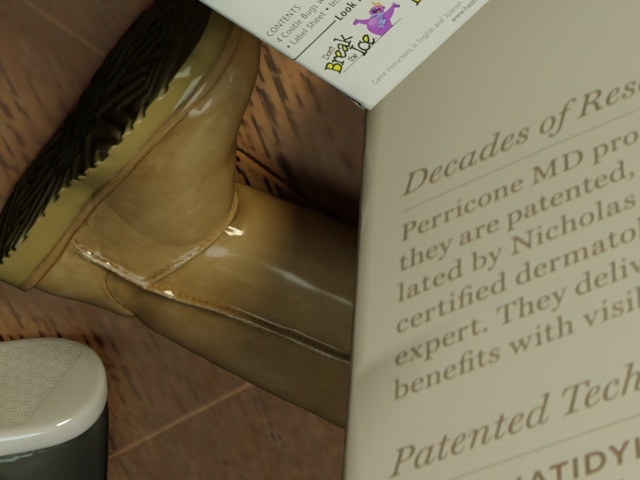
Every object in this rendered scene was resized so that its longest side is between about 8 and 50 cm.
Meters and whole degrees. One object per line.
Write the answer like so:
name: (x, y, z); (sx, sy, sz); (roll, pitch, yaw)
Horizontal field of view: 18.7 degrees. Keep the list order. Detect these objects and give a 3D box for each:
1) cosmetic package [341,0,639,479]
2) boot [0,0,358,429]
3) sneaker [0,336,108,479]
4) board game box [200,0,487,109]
cosmetic package: (0.230, 0.078, 0.783); (0.327, 0.393, 0.329); (-23, 130, 26)
boot: (0.000, 0.000, 0.953); (0.269, 0.089, 0.236); (25, 144, -20)
sneaker: (-0.255, 0.142, 1.105); (0.296, 0.104, 0.147); (-5, 131, 4)
board game box: (-0.043, -0.198, 0.688); (0.275, 0.142, 0.144); (31, 131, -22)
